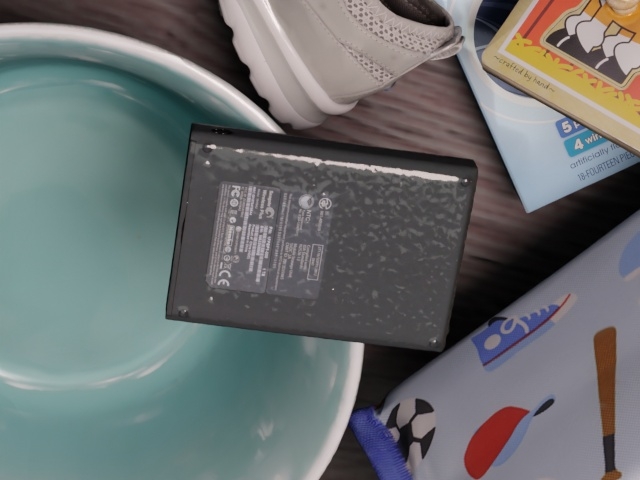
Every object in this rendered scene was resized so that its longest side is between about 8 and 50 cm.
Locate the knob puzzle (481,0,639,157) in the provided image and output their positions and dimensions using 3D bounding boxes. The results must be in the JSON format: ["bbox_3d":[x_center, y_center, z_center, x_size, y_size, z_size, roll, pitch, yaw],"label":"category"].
[{"bbox_3d":[0.201,-0.126,0.918,0.213,0.030,0.213,-5,68,12],"label":"knob puzzle"}]

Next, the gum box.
[{"bbox_3d":[0.144,-0.130,1.007,0.157,0.041,0.184,-25,110,4],"label":"gum box"}]

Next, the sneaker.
[{"bbox_3d":[-0.018,-0.193,0.934,0.115,0.105,0.281,-16,123,21],"label":"sneaker"}]

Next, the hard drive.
[{"bbox_3d":[0.000,0.000,0.883,0.135,0.022,0.094,7,109,-6],"label":"hard drive"}]

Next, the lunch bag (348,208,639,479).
[{"bbox_3d":[0.258,0.154,1.010,0.328,0.239,0.385,-38,122,8],"label":"lunch bag"}]

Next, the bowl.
[{"bbox_3d":[-0.138,0.021,0.980,0.311,0.163,0.311,-1,109,-3],"label":"bowl"}]
